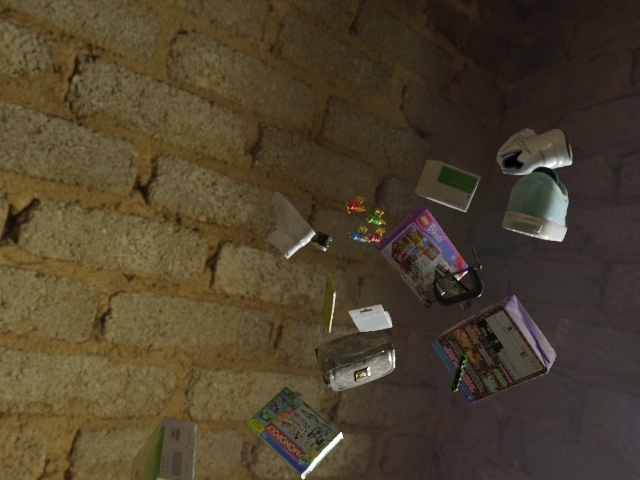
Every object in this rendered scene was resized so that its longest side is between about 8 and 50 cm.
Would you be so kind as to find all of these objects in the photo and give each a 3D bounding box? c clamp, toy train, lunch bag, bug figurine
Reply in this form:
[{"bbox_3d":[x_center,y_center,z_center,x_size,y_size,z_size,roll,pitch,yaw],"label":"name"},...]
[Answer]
[{"bbox_3d":[0.394,0.113,1.323,0.160,0.137,0.022,-25,160,9],"label":"c clamp"},{"bbox_3d":[0.296,0.283,0.985,0.017,0.084,0.023,17,-174,20],"label":"toy train"},{"bbox_3d":[0.117,0.409,1.590,0.235,0.169,0.287,-16,168,-8],"label":"lunch bag"},{"bbox_3d":[0.215,-0.078,2.195,0.216,0.279,0.072,20,136,-24],"label":"bug figurine"}]

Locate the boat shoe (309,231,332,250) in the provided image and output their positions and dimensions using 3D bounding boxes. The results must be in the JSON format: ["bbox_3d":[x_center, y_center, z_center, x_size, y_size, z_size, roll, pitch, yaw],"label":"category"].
[{"bbox_3d":[0.002,0.001,1.199,0.048,0.042,0.133,32,176,-8],"label":"boat shoe"}]

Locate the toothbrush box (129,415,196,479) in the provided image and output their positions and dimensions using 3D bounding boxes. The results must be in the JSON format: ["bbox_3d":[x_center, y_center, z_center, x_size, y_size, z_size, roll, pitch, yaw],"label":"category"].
[{"bbox_3d":[-0.523,0.751,1.506,0.122,0.283,0.206,23,-150,-25],"label":"toothbrush box"}]

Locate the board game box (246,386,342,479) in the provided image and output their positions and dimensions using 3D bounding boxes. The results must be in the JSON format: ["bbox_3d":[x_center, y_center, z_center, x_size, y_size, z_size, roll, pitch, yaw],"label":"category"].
[{"bbox_3d":[-0.102,0.724,1.759,0.317,0.046,0.213,25,-133,39],"label":"board game box"}]

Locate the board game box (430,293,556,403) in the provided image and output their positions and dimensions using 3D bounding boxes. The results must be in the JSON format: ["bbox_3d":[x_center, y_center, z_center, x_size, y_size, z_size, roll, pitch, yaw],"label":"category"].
[{"bbox_3d":[0.556,0.352,1.497,0.291,0.232,0.141,-40,164,35],"label":"board game box"}]

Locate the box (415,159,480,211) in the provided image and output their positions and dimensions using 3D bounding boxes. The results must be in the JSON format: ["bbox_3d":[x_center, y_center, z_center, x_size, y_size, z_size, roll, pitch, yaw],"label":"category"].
[{"bbox_3d":[0.288,-0.127,1.054,0.101,0.087,0.102,19,-169,-8],"label":"box"}]

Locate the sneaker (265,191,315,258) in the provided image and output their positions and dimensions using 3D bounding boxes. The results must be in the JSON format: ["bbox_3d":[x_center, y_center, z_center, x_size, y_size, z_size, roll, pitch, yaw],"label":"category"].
[{"bbox_3d":[-0.151,-0.056,1.699,0.108,0.169,0.292,48,-179,-45],"label":"sneaker"}]

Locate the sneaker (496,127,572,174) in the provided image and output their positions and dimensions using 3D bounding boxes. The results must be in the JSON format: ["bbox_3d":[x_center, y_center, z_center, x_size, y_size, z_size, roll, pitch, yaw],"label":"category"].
[{"bbox_3d":[0.502,-0.218,1.164,0.129,0.111,0.297,-19,-175,2],"label":"sneaker"}]

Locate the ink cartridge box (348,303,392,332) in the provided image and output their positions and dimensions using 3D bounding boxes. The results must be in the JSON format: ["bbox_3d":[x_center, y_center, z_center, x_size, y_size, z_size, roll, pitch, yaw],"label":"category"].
[{"bbox_3d":[0.209,0.318,1.943,0.145,0.045,0.179,-15,132,16],"label":"ink cartridge box"}]

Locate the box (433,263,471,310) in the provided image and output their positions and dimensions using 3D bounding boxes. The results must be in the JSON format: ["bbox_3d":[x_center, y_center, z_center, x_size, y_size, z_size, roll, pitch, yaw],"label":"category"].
[{"bbox_3d":[0.406,0.144,1.417,0.137,0.027,0.094,48,166,36],"label":"box"}]

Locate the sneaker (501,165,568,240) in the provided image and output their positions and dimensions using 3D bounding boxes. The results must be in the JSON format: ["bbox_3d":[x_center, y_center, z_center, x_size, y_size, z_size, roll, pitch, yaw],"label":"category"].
[{"bbox_3d":[0.502,-0.085,1.036,0.135,0.150,0.365,21,-168,22],"label":"sneaker"}]

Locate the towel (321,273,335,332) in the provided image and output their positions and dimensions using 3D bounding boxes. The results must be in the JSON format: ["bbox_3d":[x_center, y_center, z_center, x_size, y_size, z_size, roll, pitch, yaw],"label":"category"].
[{"bbox_3d":[0.031,0.251,1.819,0.021,0.238,0.102,-4,-139,-11],"label":"towel"}]

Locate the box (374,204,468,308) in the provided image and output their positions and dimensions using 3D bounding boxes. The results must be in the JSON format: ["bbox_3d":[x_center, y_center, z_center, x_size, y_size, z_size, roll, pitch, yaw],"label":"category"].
[{"bbox_3d":[0.337,0.058,1.510,0.293,0.201,0.057,49,178,-25],"label":"box"}]
